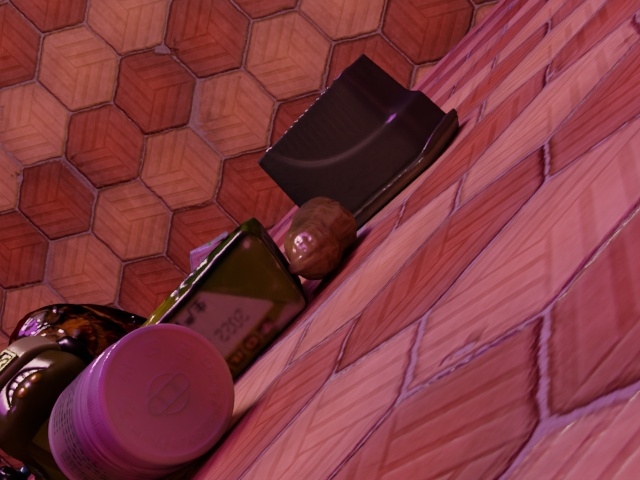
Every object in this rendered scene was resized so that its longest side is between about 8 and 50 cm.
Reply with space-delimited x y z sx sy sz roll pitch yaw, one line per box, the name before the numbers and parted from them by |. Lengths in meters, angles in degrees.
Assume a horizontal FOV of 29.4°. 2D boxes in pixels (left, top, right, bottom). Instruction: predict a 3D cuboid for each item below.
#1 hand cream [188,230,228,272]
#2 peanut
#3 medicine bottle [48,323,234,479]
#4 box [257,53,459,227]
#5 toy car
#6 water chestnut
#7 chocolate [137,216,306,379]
hand cream | -0.187 0.078 2.130 0.079 0.050 0.275 -7 33 -6
peanut | 0.000 0.000 1.634 0.194 0.093 0.083 -76 -14 -67
medicine bottle | -0.201 0.190 1.337 0.152 0.152 0.254 -48 5 -29
box | 0.050 -0.137 1.774 0.274 0.178 0.138 -43 5 36
toy car | -0.330 0.260 1.624 0.198 0.248 0.204 20 58 42
water chestnut | -0.373 0.231 1.948 0.289 0.289 0.244 -67 -7 -77
chocolate | -0.153 0.115 1.675 0.289 0.137 0.301 -45 3 2
